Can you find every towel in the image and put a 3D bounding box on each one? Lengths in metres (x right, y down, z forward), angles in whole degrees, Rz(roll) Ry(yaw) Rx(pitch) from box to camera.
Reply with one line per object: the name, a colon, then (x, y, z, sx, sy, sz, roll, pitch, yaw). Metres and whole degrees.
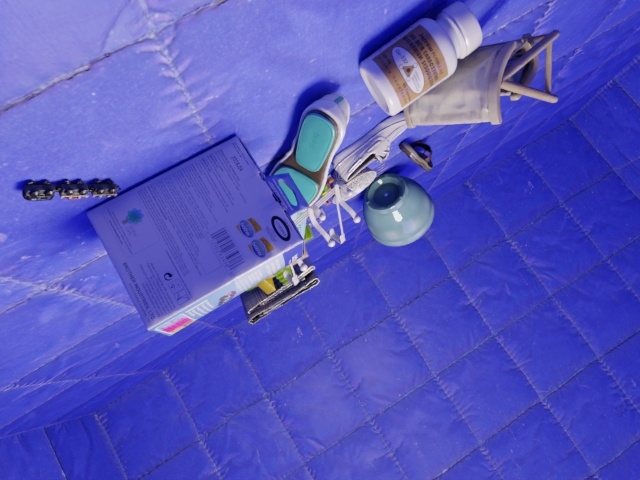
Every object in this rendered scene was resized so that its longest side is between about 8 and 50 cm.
towel: (-0.185, 0.144, 1.687, 0.312, 0.324, 0.056, -31, 125, -5)

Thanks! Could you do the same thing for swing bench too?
swing bench: (0.365, -0.369, 1.003, 0.255, 0.165, 0.253, -23, -157, -31)

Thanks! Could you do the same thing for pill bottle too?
pill bottle: (0.208, -0.378, 0.897, 0.229, 0.131, 0.131, -35, 168, 7)

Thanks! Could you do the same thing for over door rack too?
over door rack: (0.000, 0.000, 1.281, 0.239, 0.108, 0.324, -41, 160, -19)

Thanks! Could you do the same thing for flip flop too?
flip flop: (0.371, -0.328, 1.609, 0.080, 0.112, 0.277, -52, 157, 16)

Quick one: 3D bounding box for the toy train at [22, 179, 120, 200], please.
toy train: (-0.415, -0.082, 0.728, 0.036, 0.027, 0.158, -36, 167, 32)

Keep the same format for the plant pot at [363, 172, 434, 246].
plant pot: (0.293, -0.148, 1.750, 0.293, 0.293, 0.196, -35, 141, 9)

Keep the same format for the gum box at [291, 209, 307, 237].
gum box: (-0.125, -0.042, 1.303, 0.184, 0.041, 0.157, -8, 113, -42)

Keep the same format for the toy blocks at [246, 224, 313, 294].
toy blocks: (-0.238, 0.066, 1.466, 0.381, 0.190, 0.261, -31, 158, 34)

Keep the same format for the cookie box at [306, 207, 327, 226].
cookie box: (-0.040, -0.074, 1.668, 0.107, 0.040, 0.092, -25, 165, -31)

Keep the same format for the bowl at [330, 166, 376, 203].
bowl: (0.090, -0.201, 1.407, 0.170, 0.080, 0.170, -31, 167, -8)

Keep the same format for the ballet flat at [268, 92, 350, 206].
ballet flat: (-0.025, -0.199, 1.056, 0.139, 0.139, 0.400, -25, 165, -32)

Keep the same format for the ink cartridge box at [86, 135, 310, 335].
ink cartridge box: (-0.213, -0.023, 0.891, 0.395, 0.270, 0.151, -31, 169, -9)

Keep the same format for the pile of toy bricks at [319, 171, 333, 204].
pile of toy bricks: (-0.005, -0.152, 1.298, 0.118, 0.105, 0.212, -32, 168, -3)

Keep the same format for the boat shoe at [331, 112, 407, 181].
boat shoe: (0.164, -0.275, 1.288, 0.267, 0.088, 0.096, -33, 168, 2)
